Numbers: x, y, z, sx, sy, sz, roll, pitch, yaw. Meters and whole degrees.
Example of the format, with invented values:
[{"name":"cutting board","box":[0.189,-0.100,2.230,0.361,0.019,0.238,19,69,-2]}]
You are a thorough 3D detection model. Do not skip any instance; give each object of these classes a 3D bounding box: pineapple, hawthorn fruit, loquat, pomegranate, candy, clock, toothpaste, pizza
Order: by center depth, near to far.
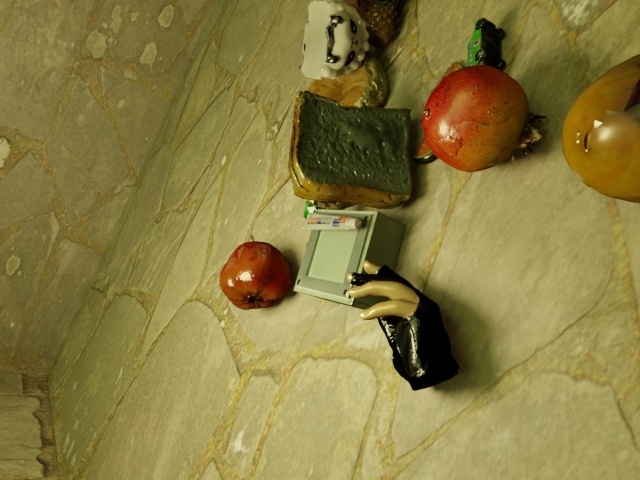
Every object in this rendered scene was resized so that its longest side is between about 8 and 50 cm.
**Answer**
[{"name":"loquat","box":[0.489,-0.164,0.687,0.235,0.235,0.234,-23,57,41]},{"name":"pomegranate","box":[0.322,-0.238,0.938,0.235,0.210,0.210,20,89,19]},{"name":"toothpaste","box":[0.024,-0.043,1.141,0.218,0.033,0.052,6,73,56]},{"name":"pizza","box":[0.325,-0.393,1.141,0.100,0.029,0.099,7,71,48]},{"name":"candy","box":[0.056,-0.187,1.331,0.097,0.097,0.323,28,86,51]},{"name":"pineapple","box":[0.199,-0.684,1.361,0.119,0.111,0.237,21,85,15]},{"name":"hawthorn fruit","box":[-0.191,0.079,1.396,0.207,0.208,0.243,-37,44,33]},{"name":"clock","box":[0.110,-0.708,1.425,0.093,0.166,0.162,23,84,50]}]

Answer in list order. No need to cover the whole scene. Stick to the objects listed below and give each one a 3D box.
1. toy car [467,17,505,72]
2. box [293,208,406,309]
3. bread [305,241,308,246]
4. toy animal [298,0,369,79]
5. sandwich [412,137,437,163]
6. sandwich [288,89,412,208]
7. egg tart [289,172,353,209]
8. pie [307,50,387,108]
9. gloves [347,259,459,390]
[{"name":"toy car","box":[0.373,-0.424,1.065,0.062,0.071,0.165,-23,56,58]},{"name":"box","box":[0.065,0.044,1.165,0.225,0.117,0.224,6,78,50]},{"name":"bread","box":[0.000,0.000,1.321,0.083,0.047,0.036,-45,14,24]},{"name":"toy animal","box":[0.041,-0.561,1.325,0.204,0.156,0.208,29,120,49]},{"name":"sandwich","box":[0.270,-0.228,1.128,0.101,0.026,0.069,-59,36,7]},{"name":"sandwich","box":[0.074,-0.215,1.136,0.099,0.301,0.271,122,151,-63]},{"name":"egg tart","box":[0.037,-0.199,1.237,0.106,0.241,0.240,117,159,-69]},{"name":"pie","box":[0.055,-0.434,1.417,0.340,0.083,0.339,-23,55,37]},{"name":"gloves","box":[0.165,0.163,0.967,0.152,0.197,0.301,-34,65,-16]}]
